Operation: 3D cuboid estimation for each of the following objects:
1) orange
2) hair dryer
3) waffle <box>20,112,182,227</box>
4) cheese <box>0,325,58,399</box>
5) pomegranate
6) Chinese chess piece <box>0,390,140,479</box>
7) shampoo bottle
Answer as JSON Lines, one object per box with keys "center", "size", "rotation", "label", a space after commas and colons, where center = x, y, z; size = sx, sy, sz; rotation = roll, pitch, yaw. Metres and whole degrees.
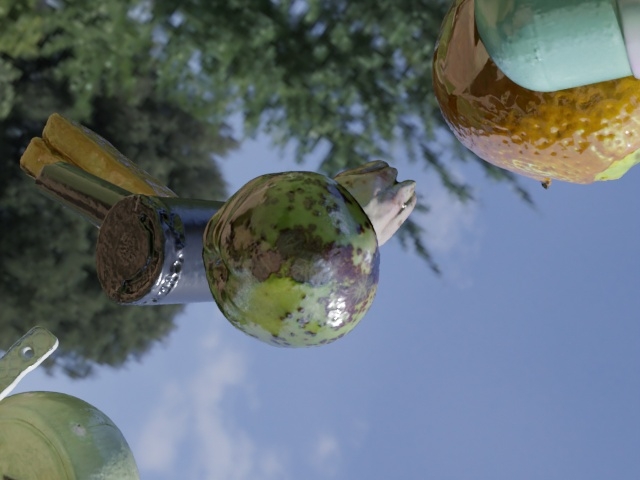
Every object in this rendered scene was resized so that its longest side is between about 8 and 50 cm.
{"center": [0.231, -0.199, 1.390], "size": [0.262, 0.196, 0.334], "rotation": [-65, -160, 3], "label": "orange"}
{"center": [-0.154, -0.021, 1.188], "size": [0.251, 0.197, 0.089], "rotation": [26, -75, 35], "label": "hair dryer"}
{"center": [-0.283, -0.068, 1.975], "size": [0.098, 0.224, 0.328], "rotation": [-52, 170, 3], "label": "waffle"}
{"center": [-0.372, 0.178, 1.410], "size": [0.251, 0.127, 0.054], "rotation": [-45, 153, -25], "label": "cheese"}
{"center": [-0.011, -0.005, 0.957], "size": [0.163, 0.126, 0.138], "rotation": [-63, -170, -21], "label": "pomegranate"}
{"center": [-0.319, 0.295, 1.538], "size": [0.250, 0.101, 0.250], "rotation": [-3, -95, 33], "label": "Chinese chess piece"}
{"center": [0.300, -0.216, 1.122], "size": [0.350, 0.151, 0.221], "rotation": [-9, -119, 16], "label": "shampoo bottle"}
